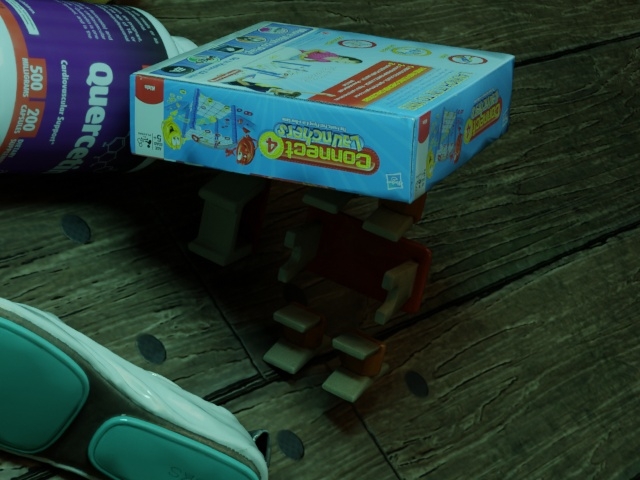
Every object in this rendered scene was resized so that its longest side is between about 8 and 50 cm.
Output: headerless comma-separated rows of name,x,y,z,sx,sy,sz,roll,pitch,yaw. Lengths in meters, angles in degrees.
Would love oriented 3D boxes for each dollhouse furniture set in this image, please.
dollhouse furniture set,0.000,0.000,1.841,0.259,0.262,0.135,23,28,20

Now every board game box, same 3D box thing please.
board game box,0.009,-0.141,1.729,0.302,0.086,0.308,11,21,22

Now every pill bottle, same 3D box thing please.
pill bottle,-0.269,-0.159,1.747,0.323,0.181,0.181,-3,59,-47

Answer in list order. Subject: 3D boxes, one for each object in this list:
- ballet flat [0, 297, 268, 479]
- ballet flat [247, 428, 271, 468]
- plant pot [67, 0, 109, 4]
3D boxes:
ballet flat,-0.226,0.144,1.575,0.400,0.139,0.139,31,39,-24
ballet flat,-0.084,0.255,1.665,0.057,0.049,0.173,31,39,-21
plant pot,-0.281,-0.374,1.943,0.188,0.205,0.205,53,33,-19
